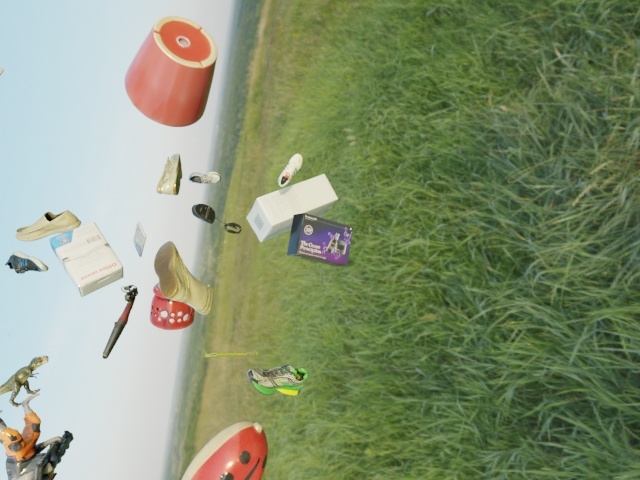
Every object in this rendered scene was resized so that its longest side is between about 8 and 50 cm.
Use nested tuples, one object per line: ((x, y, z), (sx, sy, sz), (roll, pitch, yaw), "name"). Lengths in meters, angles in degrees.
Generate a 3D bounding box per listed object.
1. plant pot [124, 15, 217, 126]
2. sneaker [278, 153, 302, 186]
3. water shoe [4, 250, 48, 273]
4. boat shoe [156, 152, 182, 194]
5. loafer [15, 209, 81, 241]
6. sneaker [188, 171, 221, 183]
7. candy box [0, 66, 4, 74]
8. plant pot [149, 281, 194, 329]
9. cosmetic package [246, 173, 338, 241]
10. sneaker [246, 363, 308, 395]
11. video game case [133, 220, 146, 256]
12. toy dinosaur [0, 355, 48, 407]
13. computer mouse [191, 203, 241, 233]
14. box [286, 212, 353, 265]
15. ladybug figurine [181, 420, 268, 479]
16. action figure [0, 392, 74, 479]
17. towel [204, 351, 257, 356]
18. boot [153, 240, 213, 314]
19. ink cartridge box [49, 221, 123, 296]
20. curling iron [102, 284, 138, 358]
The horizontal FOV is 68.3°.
((-0.456, -0.540, 1.482), (0.243, 0.274, 0.275), (-39, 42, 50), "plant pot")
((-0.127, -0.291, 1.997), (0.161, 0.057, 0.075), (-53, 14, 16), "sneaker")
((-1.168, 0.106, 1.878), (0.080, 0.202, 0.073), (-61, -31, -27), "water shoe")
((-0.670, -0.302, 2.102), (0.285, 0.089, 0.105), (-103, 13, -52), "boat shoe")
((-1.156, -0.070, 1.992), (0.102, 0.268, 0.092), (-115, 11, -64), "loafer")
((-0.474, -0.249, 1.923), (0.058, 0.135, 0.052), (-79, -13, -68), "sneaker")
((-1.067, -0.442, 1.421), (0.196, 0.070, 0.165), (-31, 41, 22), "candy box")
((-0.644, 0.272, 2.065), (0.191, 0.190, 0.174), (-121, 39, -68), "plant pot")
((-0.132, -0.155, 2.250), (0.156, 0.384, 0.217), (59, 149, 9), "cosmetic package")
((-0.207, 0.650, 2.280), (0.146, 0.343, 0.134), (-56, 44, 17), "sneaker")
((-0.734, -0.005, 1.914), (0.087, 0.011, 0.122), (54, 134, 28), "video game case")
((-1.132, 0.550, 1.766), (0.268, 0.118, 0.064), (-40, 12, -38), "toy dinosaur")
((-0.450, -0.087, 2.041), (0.041, 0.242, 0.071), (-28, 42, 44), "computer mouse")
((0.000, 0.000, 2.060), (0.103, 0.261, 0.185), (-8, 71, 58), "box")
((-0.348, 0.891, 1.771), (0.161, 0.305, 0.450), (31, 88, 50), "ladybug figurine")
((-0.963, 0.691, 1.564), (0.341, 0.178, 0.331), (152, 103, -79), "action figure")
((-0.413, 0.529, 2.202), (0.102, 0.237, 0.021), (-19, 68, 40), "towel")
((-0.488, 0.136, 1.704), (0.095, 0.203, 0.262), (-38, 48, 9), "boot")
((-0.719, 0.056, 1.456), (0.191, 0.139, 0.082), (52, 145, 14), "ink cartridge box")
((-0.613, 0.241, 1.432), (0.274, 0.035, 0.068), (-88, -18, -47), "curling iron")
